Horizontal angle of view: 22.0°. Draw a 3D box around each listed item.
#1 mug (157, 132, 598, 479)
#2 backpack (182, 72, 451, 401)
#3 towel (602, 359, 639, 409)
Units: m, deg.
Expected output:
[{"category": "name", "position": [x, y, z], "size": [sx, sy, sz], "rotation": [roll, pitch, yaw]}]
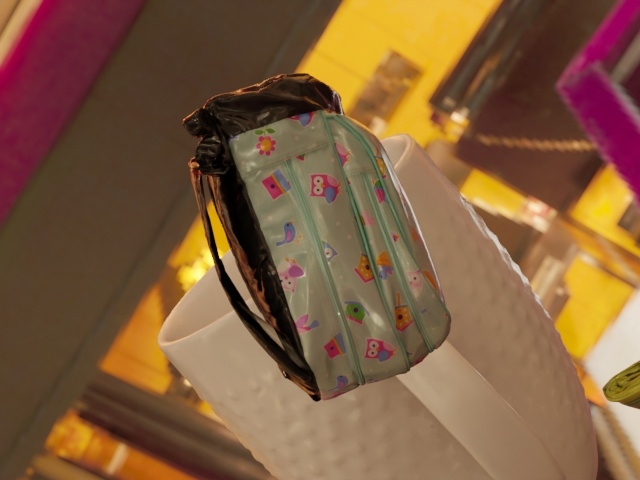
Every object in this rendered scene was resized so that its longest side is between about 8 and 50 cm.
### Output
[{"category": "mug", "position": [0.081, 0.122, 1.344], "size": [0.276, 0.328, 0.374], "rotation": [-41, 11, -8]}, {"category": "backpack", "position": [0.000, 0.000, 0.967], "size": [0.115, 0.182, 0.152], "rotation": [-23, -8, 5]}, {"category": "towel", "position": [0.276, 0.088, 1.010], "size": [0.102, 0.237, 0.021], "rotation": [-32, 58, 32]}]
